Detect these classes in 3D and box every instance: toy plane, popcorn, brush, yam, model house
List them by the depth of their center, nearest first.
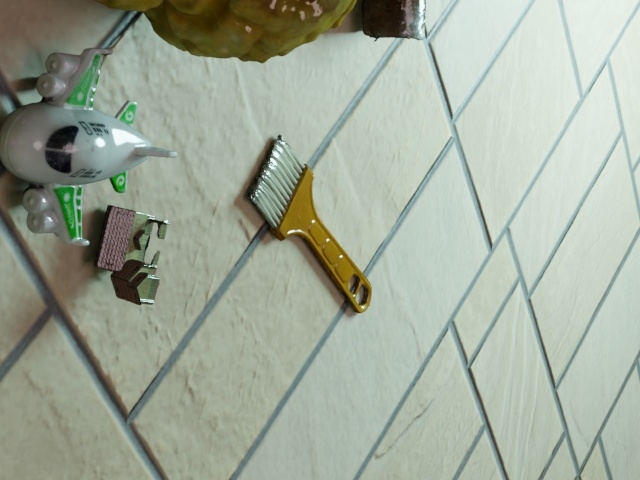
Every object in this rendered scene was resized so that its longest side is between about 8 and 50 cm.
[{"bbox_3d":[-0.087,-0.288,1.346,0.332,0.225,0.265,-2,107,-45],"label":"popcorn"},{"bbox_3d":[-0.207,-0.082,1.348,0.174,0.080,0.174,-23,119,-50],"label":"toy plane"},{"bbox_3d":[-0.180,0.013,1.444,0.058,0.057,0.083,16,89,-63],"label":"model house"},{"bbox_3d":[0.081,-0.294,1.728,0.079,0.079,0.141,-29,126,-50],"label":"yam"},{"bbox_3d":[0.000,0.000,1.761,0.090,0.017,0.314,-64,147,-21],"label":"brush"}]
